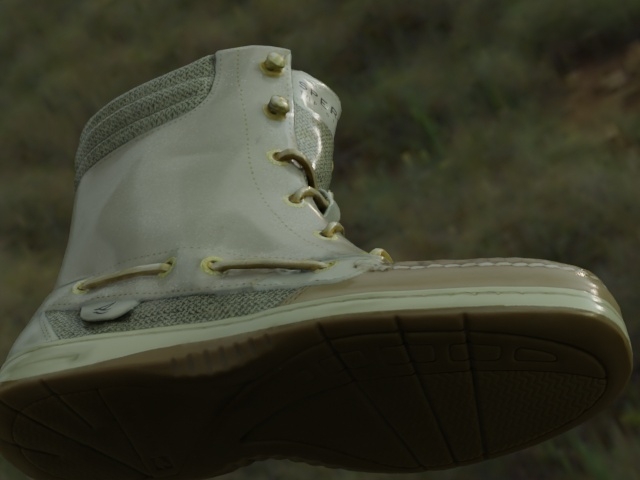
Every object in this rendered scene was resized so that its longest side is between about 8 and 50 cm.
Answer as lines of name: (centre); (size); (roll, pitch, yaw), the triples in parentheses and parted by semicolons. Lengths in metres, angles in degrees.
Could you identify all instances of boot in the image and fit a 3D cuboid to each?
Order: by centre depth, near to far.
boot: (0.000, 0.000, 0.685); (0.213, 0.077, 0.165); (-8, 41, 16)
